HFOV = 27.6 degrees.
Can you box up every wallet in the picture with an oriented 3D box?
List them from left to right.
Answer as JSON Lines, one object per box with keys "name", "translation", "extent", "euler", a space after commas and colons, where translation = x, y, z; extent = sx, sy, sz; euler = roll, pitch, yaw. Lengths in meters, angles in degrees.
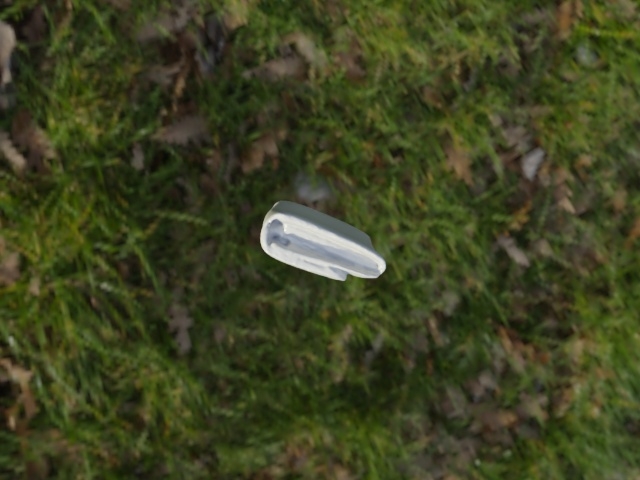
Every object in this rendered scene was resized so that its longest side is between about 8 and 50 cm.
{"name": "wallet", "translation": [0.000, 0.000, 0.662], "extent": [0.061, 0.122, 0.025], "euler": [16, 94, -2]}
